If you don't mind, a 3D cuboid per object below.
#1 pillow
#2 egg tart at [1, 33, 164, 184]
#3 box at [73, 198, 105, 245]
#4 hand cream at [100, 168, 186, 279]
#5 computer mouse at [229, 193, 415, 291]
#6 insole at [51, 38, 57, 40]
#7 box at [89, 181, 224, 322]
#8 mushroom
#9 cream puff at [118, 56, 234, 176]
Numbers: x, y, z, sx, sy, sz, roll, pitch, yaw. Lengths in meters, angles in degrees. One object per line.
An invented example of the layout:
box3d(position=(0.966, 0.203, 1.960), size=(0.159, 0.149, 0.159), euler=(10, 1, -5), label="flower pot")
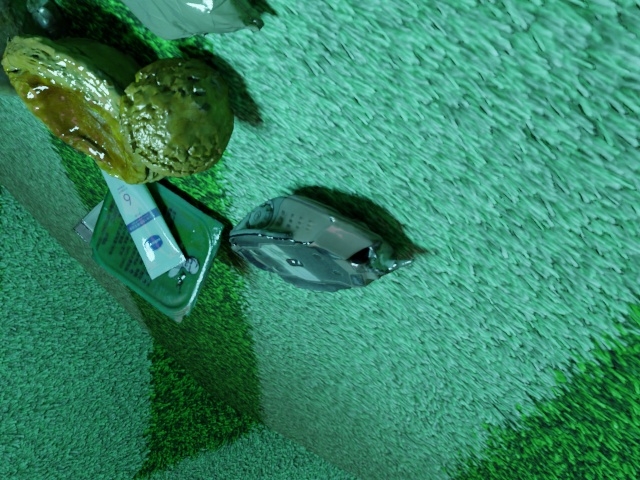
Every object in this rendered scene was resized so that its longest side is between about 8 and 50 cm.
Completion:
box3d(position=(-0.231, -0.364, 1.093), size=(0.281, 0.076, 0.274), euler=(14, 149, 54), label="pillow")
box3d(position=(-0.393, -0.249, 1.513), size=(0.352, 0.150, 0.352), euler=(28, 156, 13), label="egg tart")
box3d(position=(-0.604, 0.007, 2.545), size=(0.251, 0.106, 0.203), euler=(46, 159, -11), label="box")
box3d(position=(-0.405, -0.078, 1.897), size=(0.109, 0.067, 0.320), euler=(-27, 89, 29), label="hand cream")
box3d(position=(0.001, -0.006, 1.384), size=(0.389, 0.114, 0.199), euler=(1, 154, 45), label="computer mouse")
box3d(position=(-0.580, -0.412, 1.750), size=(0.193, 0.006, 0.065), euler=(19, 151, 48), label="insole")
box3d(position=(-0.359, -0.004, 1.959), size=(0.337, 0.264, 0.106), euler=(33, -159, 23), label="box")
box3d(position=(-0.586, -0.380, 1.531), size=(0.248, 0.129, 0.344), euler=(-1, 148, 2), label="mushroom")
box3d(position=(-0.217, -0.188, 1.291), size=(0.189, 0.189, 0.129), euler=(42, -169, -3), label="cream puff")
